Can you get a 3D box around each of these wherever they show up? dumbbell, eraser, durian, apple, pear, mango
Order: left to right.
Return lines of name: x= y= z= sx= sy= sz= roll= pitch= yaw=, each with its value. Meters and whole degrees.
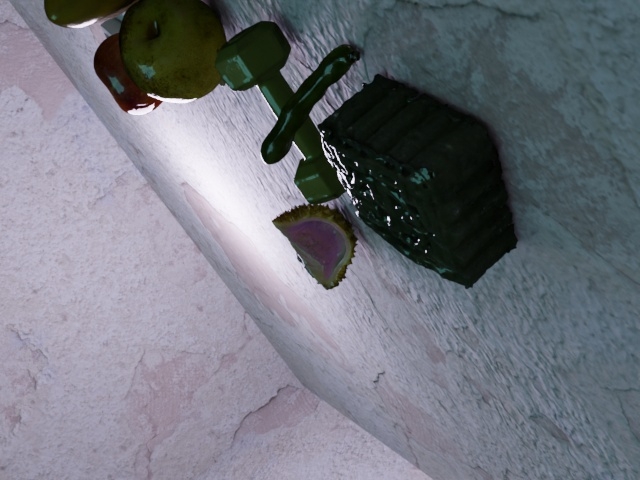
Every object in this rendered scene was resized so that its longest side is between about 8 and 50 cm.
mango: x=-0.369 y=-0.457 z=1.430 sx=0.142 sy=0.195 sz=0.331 roll=48 pitch=-169 yaw=-22
eraser: x=-0.492 y=-0.471 z=2.147 sx=0.092 sy=0.046 sz=0.212 roll=41 pitch=164 yaw=32
apple: x=-0.432 y=-0.397 z=1.952 sx=0.201 sy=0.162 sz=0.201 roll=54 pitch=177 yaw=4
pear: x=-0.257 y=-0.341 z=1.489 sx=0.197 sy=0.197 sz=0.197 roll=46 pitch=165 yaw=16
dumbbell: x=-0.046 y=-0.202 z=1.332 sx=0.302 sy=0.108 sz=0.121 roll=55 pitch=-161 yaw=-22
durian: x=-0.002 y=-0.001 z=1.695 sx=0.182 sy=0.132 sz=0.165 roll=44 pitch=173 yaw=7

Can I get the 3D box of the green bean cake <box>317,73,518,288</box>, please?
green bean cake: x=0.131 y=-0.074 z=1.125 sx=0.241 sy=0.132 sz=0.255 roll=33 pitch=158 yaw=39

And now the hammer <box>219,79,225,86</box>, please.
hammer: x=-0.235 y=-0.382 z=1.650 sx=0.060 sy=0.028 sz=0.195 roll=45 pitch=167 yaw=40

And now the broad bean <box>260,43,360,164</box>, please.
broad bean: x=-0.021 y=-0.199 z=1.215 sx=0.256 sy=0.052 sz=0.052 roll=-46 pitch=61 yaw=39
